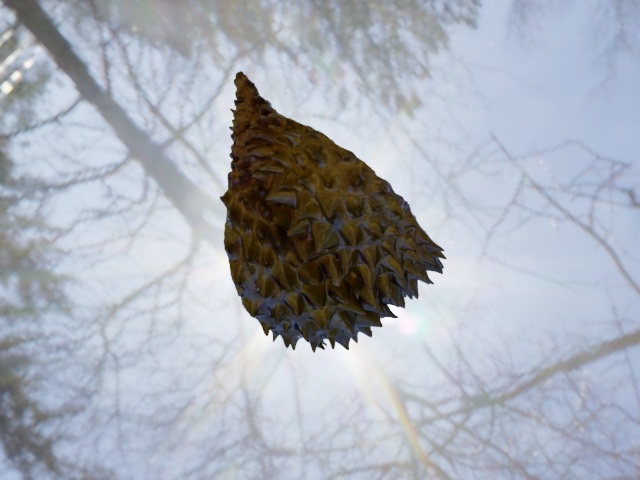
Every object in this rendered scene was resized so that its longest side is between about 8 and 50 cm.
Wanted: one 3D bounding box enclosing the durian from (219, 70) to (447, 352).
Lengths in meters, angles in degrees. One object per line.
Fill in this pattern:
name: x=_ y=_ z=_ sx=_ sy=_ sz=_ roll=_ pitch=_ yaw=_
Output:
durian: x=0.004 y=0.012 z=1.020 sx=0.186 sy=0.260 sz=0.154 roll=-56 pitch=-135 yaw=7
